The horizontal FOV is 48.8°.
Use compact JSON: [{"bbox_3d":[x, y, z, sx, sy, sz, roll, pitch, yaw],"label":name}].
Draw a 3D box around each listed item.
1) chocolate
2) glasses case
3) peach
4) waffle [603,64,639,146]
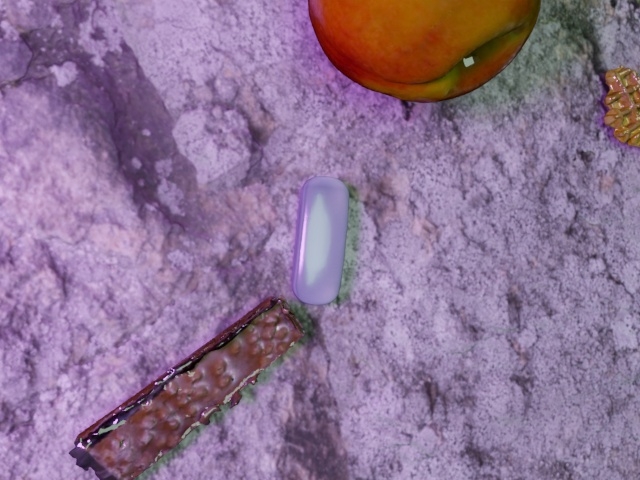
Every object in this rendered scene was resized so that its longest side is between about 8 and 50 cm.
[{"bbox_3d":[-0.168,0.191,0.925,0.329,0.065,0.102,-37,117,-12],"label":"chocolate"},{"bbox_3d":[0.000,0.000,0.978,0.067,0.045,0.179,6,87,-15],"label":"glasses case"},{"bbox_3d":[0.124,-0.346,0.901,0.307,0.308,0.332,-23,79,-14],"label":"peach"},{"bbox_3d":[0.538,-0.216,1.124,0.194,0.051,0.149,8,87,-10],"label":"waffle"}]
